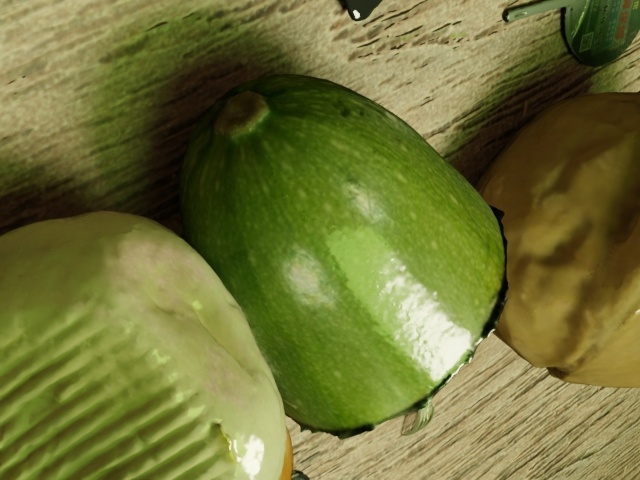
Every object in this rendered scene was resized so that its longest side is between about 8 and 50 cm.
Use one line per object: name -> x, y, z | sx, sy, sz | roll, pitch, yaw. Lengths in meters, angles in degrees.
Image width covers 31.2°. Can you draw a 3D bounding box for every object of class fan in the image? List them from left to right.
fan -> 0.350, -0.296, 1.452 | 0.294, 0.012, 0.223 | -44, 142, -14

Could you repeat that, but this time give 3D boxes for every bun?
bun -> -0.199, 0.144, 1.012 | 0.213, 0.361, 0.361 | -65, 171, -67

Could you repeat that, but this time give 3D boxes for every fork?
fork -> 0.155, 0.186, 1.587 | 0.034, 0.028, 0.219 | -10, 124, -38

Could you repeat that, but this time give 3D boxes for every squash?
squash -> -0.022, -0.016, 1.101 | 0.310, 0.310, 0.309 | -50, 120, -7

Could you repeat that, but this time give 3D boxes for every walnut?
walnut -> 0.363, 0.001, 1.427 | 0.384, 0.384, 0.383 | -27, 134, -31

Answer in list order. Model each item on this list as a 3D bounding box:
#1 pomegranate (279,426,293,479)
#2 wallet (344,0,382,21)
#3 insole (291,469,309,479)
pomegranate -> -0.119, 0.229, 1.210 | 0.191, 0.191, 0.191 | -27, 134, -31
wallet -> 0.109, -0.354, 1.142 | 0.285, 0.030, 0.146 | -44, 138, -15
insole -> -0.118, 0.426, 1.492 | 0.309, 0.012, 0.110 | -48, 143, -9
